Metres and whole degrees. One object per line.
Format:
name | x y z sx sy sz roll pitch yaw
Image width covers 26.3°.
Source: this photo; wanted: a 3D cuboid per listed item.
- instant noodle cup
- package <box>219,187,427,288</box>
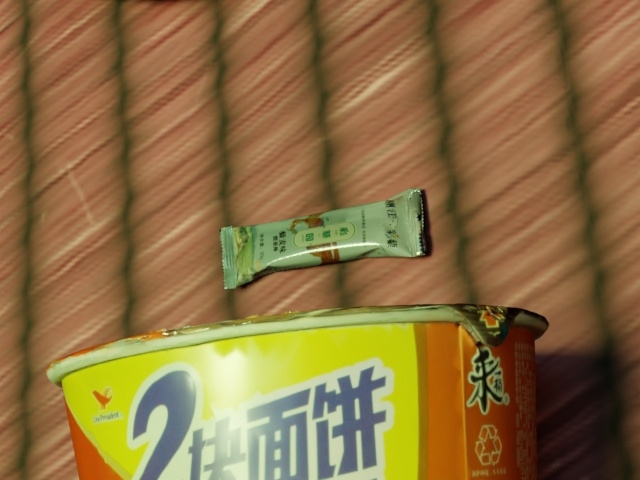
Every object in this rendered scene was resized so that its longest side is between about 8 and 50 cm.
instant noodle cup | 0.000 0.127 0.556 0.213 0.213 0.174 -11 77 20
package | 0.000 0.000 0.693 0.110 0.015 0.037 -11 64 19
